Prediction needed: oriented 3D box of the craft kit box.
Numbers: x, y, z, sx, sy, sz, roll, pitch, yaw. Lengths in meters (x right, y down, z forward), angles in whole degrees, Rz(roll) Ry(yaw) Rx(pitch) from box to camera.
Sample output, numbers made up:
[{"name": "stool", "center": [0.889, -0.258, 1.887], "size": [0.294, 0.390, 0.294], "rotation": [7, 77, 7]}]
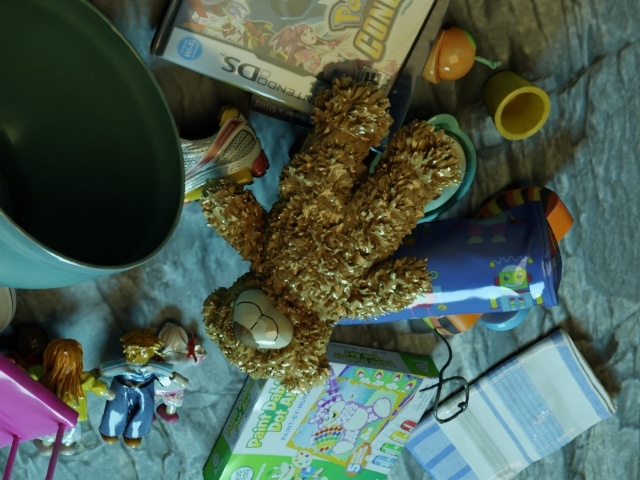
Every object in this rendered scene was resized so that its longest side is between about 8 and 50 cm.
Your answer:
[{"name": "craft kit box", "center": [0.001, 0.245, 1.634], "size": [0.246, 0.061, 0.250], "rotation": [12, 119, -25]}]

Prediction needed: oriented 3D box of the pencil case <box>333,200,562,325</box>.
[{"name": "pencil case", "center": [0.115, 0.026, 1.378], "size": [0.306, 0.133, 0.119], "rotation": [-5, 115, 14]}]

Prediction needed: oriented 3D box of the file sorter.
[{"name": "file sorter", "center": [-0.446, 0.239, 1.299], "size": [0.290, 0.182, 0.202], "rotation": [-17, 135, 27]}]

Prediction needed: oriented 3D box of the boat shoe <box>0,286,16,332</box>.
[{"name": "boat shoe", "center": [-0.426, 0.006, 1.226], "size": [0.136, 0.156, 0.367], "rotation": [-30, 129, 2]}]

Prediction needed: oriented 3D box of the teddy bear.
[{"name": "teddy bear", "center": [0.000, 0.000, 1.262], "size": [0.338, 0.113, 0.245], "rotation": [-40, 101, 10]}]

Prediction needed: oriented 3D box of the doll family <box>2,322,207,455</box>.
[{"name": "doll family", "center": [-0.249, 0.169, 1.437], "size": [0.263, 0.118, 0.163], "rotation": [0, 124, -21]}]

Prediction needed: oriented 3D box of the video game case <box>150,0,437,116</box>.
[{"name": "video game case", "center": [-0.006, -0.265, 1.230], "size": [0.248, 0.035, 0.275], "rotation": [20, 114, -14]}]

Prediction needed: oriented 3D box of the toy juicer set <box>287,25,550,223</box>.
[{"name": "toy juicer set", "center": [0.088, -0.097, 1.397], "size": [0.329, 0.089, 0.209], "rotation": [-44, 128, 13]}]

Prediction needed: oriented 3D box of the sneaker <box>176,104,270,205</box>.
[{"name": "sneaker", "center": [-0.174, -0.080, 1.324], "size": [0.225, 0.088, 0.093], "rotation": [-22, 108, -5]}]

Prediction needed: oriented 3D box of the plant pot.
[{"name": "plant pot", "center": [-0.298, -0.076, 1.165], "size": [0.196, 0.293, 0.293], "rotation": [-25, 135, 32]}]

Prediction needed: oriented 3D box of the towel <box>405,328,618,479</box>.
[{"name": "towel", "center": [0.272, 0.260, 1.762], "size": [0.285, 0.034, 0.209], "rotation": [-34, 128, 5]}]

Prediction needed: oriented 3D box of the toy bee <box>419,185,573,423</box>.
[{"name": "toy bee", "center": [0.166, 0.047, 1.509], "size": [0.298, 0.162, 0.195], "rotation": [-41, 133, -25]}]

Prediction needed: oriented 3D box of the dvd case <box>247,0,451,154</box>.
[{"name": "dvd case", "center": [0.035, -0.214, 1.296], "size": [0.164, 0.018, 0.221], "rotation": [17, 114, -9]}]
